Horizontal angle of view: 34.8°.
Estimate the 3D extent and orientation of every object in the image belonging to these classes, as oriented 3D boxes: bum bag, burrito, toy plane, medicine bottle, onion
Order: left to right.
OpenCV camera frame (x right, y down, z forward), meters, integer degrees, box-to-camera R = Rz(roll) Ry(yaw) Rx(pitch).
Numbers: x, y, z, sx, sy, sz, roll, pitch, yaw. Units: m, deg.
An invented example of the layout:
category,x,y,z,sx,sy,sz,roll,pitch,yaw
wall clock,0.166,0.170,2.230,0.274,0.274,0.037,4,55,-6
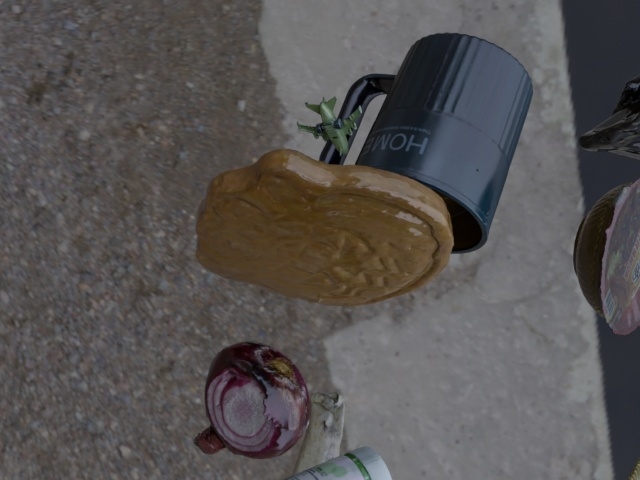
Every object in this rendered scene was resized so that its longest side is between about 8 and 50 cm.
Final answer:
category,x,y,z,sx,sy,sz,roll,pitch,yaw
onion,-0.099,0.242,1.479,0.135,0.173,0.198,-9,151,-48
medicine bottle,-0.005,0.331,1.289,0.183,0.086,0.086,-16,108,-27
burrito,-0.005,0.361,1.712,0.060,0.087,0.226,63,33,-53
toy plane,0.019,-0.169,1.536,0.102,0.040,0.111,-9,129,21
bum bag,0.275,-0.085,0.751,0.102,0.069,0.248,-41,153,29

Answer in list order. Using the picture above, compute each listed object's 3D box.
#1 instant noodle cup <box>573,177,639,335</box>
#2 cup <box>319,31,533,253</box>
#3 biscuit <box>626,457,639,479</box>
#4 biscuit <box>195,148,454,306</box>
category,x,y,z,sx,sy,sz,roll,pitch,yaw
instant noodle cup,0.484,0.017,1.682,0.274,0.091,0.274,-17,112,-48
cup,0.184,-0.159,1.696,0.242,0.308,0.292,33,67,-24
biscuit,0.568,0.469,1.796,0.203,0.016,0.144,-20,96,-59
biscuit,0.000,0.002,1.488,0.365,0.385,0.062,17,61,-13
